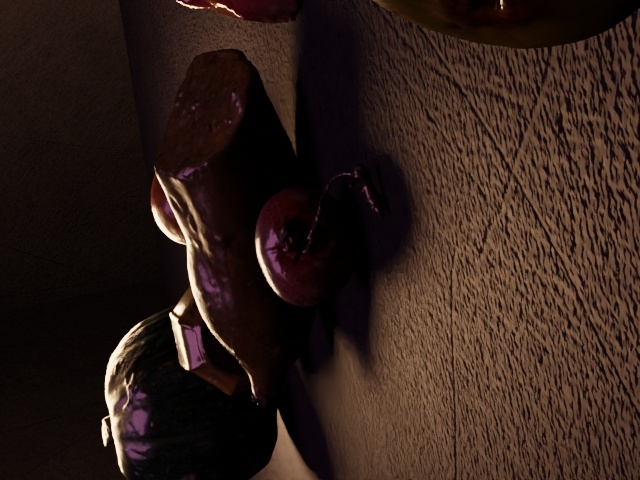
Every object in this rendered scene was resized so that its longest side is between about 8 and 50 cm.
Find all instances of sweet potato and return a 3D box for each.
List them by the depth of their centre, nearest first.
[{"bbox_3d":[-0.074,-0.007,1.316,0.158,0.157,0.370,-128,21,-67],"label":"sweet potato"}]

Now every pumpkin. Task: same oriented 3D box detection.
[{"bbox_3d":[-0.193,0.204,1.847,0.293,0.263,0.197,-123,27,-55],"label":"pumpkin"}]

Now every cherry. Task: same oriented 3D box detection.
[{"bbox_3d":[0.000,0.000,1.086,0.225,0.090,0.107,158,112,-70],"label":"cherry"}]

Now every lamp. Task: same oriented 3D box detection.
[{"bbox_3d":[-0.108,0.109,1.582,0.185,0.161,0.161,-161,59,-80],"label":"lamp"}]

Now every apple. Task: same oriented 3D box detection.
[{"bbox_3d":[-0.143,-0.060,1.614,0.146,0.146,0.131,-120,30,-58],"label":"apple"}]

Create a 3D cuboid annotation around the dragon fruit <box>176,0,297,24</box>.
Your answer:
[{"bbox_3d":[-0.100,-0.321,1.113,0.161,0.126,0.274,176,81,-80],"label":"dragon fruit"}]

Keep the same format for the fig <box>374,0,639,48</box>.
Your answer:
[{"bbox_3d":[0.071,-0.158,0.441,0.142,0.148,0.186,70,-140,-55],"label":"fig"}]
